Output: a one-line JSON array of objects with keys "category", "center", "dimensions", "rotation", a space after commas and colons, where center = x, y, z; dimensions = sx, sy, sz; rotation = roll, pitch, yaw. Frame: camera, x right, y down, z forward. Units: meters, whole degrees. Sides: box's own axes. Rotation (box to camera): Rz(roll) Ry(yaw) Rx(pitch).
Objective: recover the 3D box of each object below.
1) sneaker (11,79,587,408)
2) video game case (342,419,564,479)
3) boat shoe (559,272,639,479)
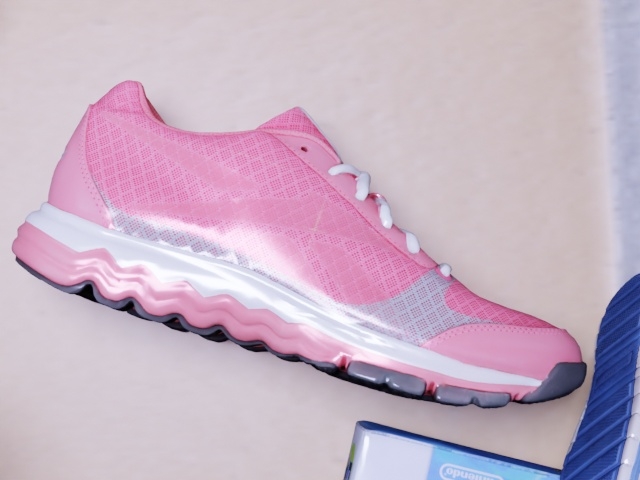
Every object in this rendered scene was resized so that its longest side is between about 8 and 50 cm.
[{"category": "sneaker", "center": [0.000, 0.000, 0.535], "dimensions": [0.313, 0.116, 0.136], "rotation": [17, 83, 1]}, {"category": "video game case", "center": [0.121, 0.249, 0.540], "dimensions": [0.269, 0.061, 0.244], "rotation": [14, 85, 0]}, {"category": "boat shoe", "center": [0.175, 0.096, 0.519], "dimensions": [0.066, 0.066, 0.183], "rotation": [30, 52, -3]}]
